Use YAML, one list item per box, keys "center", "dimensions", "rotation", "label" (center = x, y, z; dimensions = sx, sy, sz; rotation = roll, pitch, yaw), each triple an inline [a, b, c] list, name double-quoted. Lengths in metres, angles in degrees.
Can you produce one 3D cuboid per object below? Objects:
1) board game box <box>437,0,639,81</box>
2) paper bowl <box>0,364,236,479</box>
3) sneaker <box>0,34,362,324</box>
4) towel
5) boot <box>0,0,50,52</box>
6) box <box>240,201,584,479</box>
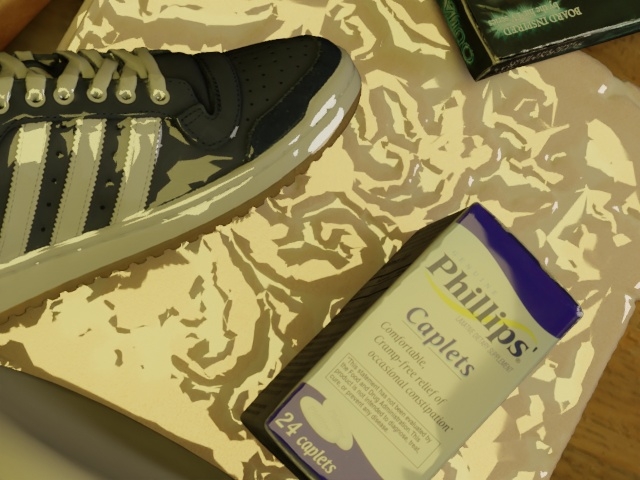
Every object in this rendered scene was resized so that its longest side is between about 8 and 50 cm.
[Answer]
- center: [0.136, -0.165, 0.806]
  dimensions: [0.186, 0.026, 0.126]
  rotation: [-18, 79, -25]
  label: "board game box"
- center: [-0.111, 0.152, 0.617]
  dimensions: [0.284, 0.284, 0.148]
  rotation: [28, 90, -8]
  label: "paper bowl"
- center: [-0.126, -0.063, 0.673]
  dimensions: [0.282, 0.099, 0.153]
  rotation: [-27, 116, -7]
  label: "sneaker"
- center: [0.000, 0.000, 0.789]
  dimensions: [0.332, 0.053, 0.317]
  rotation: [29, 82, -7]
  label: "towel"
- center: [-0.239, -0.167, 0.708]
  dimensions: [0.264, 0.096, 0.280]
  rotation: [39, 91, -7]
  label: "boot"
- center: [0.038, 0.059, 0.700]
  dimensions: [0.072, 0.126, 0.137]
  rotation: [44, 81, -2]
  label: "box"
